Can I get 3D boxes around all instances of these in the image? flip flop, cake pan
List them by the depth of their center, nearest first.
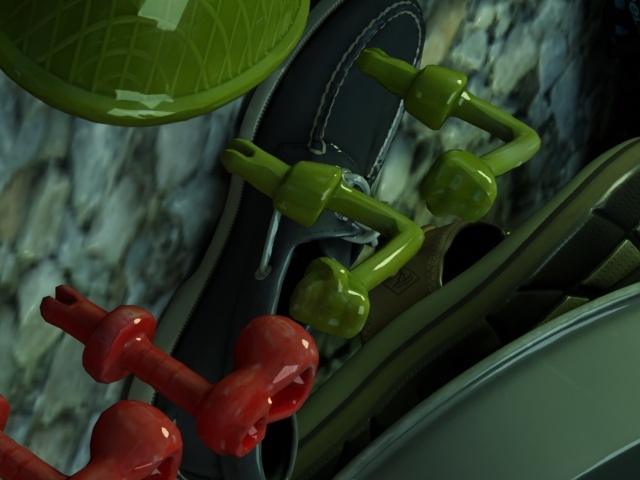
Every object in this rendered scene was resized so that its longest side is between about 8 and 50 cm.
[{"bbox_3d":[0.045,0.042,0.828,0.277,0.080,0.112,-38,144,-14],"label":"flip flop"},{"bbox_3d":[0.098,0.128,0.843,0.293,0.054,0.293,-26,149,-17],"label":"cake pan"}]

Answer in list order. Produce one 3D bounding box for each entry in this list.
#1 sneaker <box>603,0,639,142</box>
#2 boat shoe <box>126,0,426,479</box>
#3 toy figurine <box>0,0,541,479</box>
[{"bbox_3d":[0.179,-0.065,0.934,0.139,0.125,0.341,14,101,-27],"label":"sneaker"},{"bbox_3d":[0.000,0.000,0.745,0.075,0.065,0.206,32,81,-54],"label":"boat shoe"},{"bbox_3d":[-0.072,-0.075,0.461,0.362,0.191,0.217,-36,149,-43],"label":"toy figurine"}]
